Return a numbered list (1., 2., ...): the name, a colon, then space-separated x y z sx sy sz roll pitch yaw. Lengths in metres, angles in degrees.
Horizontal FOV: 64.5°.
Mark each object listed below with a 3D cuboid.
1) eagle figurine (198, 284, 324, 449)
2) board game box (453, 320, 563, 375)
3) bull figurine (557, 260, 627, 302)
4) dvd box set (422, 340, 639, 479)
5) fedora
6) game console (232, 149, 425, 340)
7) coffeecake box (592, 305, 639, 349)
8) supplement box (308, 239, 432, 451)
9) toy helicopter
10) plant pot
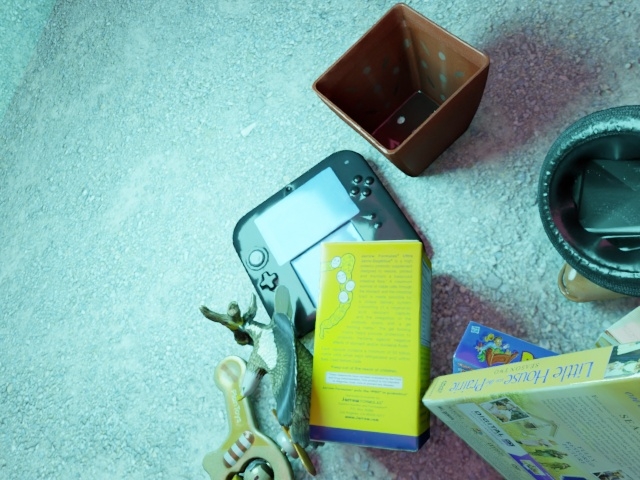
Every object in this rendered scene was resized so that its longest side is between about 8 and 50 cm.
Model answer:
1. eagle figurine: -0.084 0.246 1.012 0.298 0.226 0.225 30 114 35
2. board game box: 0.389 0.286 0.817 0.347 0.233 0.078 19 53 26
3. bull figurine: 0.591 0.030 0.914 0.310 0.101 0.189 -8 64 17
4. dvd box set: 0.378 0.278 0.687 0.307 0.420 0.062 42 57 -6
5. fedora: 0.529 -0.069 0.819 0.152 0.334 0.334 -12 59 -25
6. game console: 0.000 0.000 1.186 0.386 0.060 0.342 -34 62 7
7. coffeecake box: 0.532 0.198 0.823 0.068 0.185 0.142 -37 61 5
8. supplement box: 0.106 0.194 0.972 0.195 0.194 0.357 -1 75 18
9. toy helicopter: -0.140 0.403 1.049 0.234 0.140 0.355 -23 62 9
10. plant pot: 0.190 -0.296 1.120 0.267 0.236 0.267 -43 61 1
